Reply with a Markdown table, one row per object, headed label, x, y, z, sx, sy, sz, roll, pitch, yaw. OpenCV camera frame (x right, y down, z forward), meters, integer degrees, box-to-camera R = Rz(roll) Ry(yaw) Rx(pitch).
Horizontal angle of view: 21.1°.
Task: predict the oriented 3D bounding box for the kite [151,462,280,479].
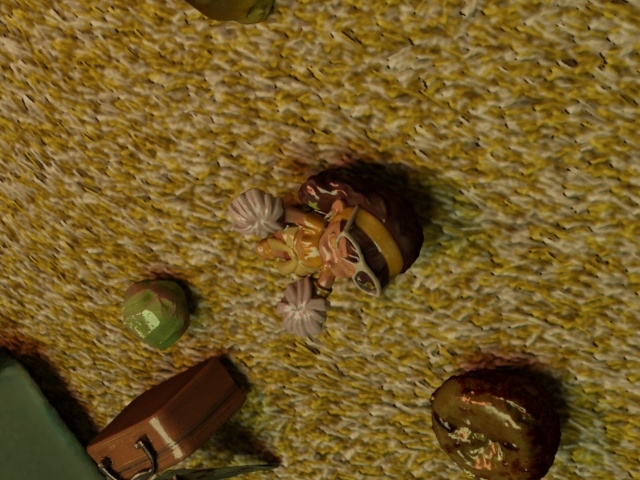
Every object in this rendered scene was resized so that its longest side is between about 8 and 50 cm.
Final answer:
| label | x | y | z | sx | sy | sz | roll | pitch | yaw |
| --- | --- | --- | --- | --- | --- | --- | --- | --- | --- |
| kite | -0.156 | 0.306 | 2.119 | 0.229 | 0.012 | 0.250 | -13 | 162 | 2 |

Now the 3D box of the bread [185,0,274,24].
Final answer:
| label | x | y | z | sx | sy | sz | roll | pitch | yaw |
| --- | --- | --- | --- | --- | --- | --- | --- | --- | --- |
| bread | -0.132 | -0.298 | 1.624 | 0.233 | 0.088 | 0.160 | 37 | 135 | 1 |

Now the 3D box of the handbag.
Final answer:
| label | x | y | z | sx | sy | sz | roll | pitch | yaw |
| --- | --- | --- | --- | --- | --- | --- | --- | --- | --- |
| handbag | -0.189 | 0.223 | 2.054 | 0.193 | 0.151 | 0.072 | -28 | 102 | 44 |

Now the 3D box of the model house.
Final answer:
| label | x | y | z | sx | sy | sz | roll | pitch | yaw |
| --- | --- | --- | --- | --- | --- | --- | --- | --- | --- |
| model house | -0.458 | 0.287 | 2.280 | 0.280 | 0.230 | 0.249 | 58 | 159 | -16 |

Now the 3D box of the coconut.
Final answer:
| label | x | y | z | sx | sy | sz | roll | pitch | yaw |
| --- | --- | --- | --- | --- | --- | --- | --- | --- | --- |
| coconut | -0.191 | 0.082 | 1.994 | 0.083 | 0.081 | 0.082 | 44 | 179 | 1 |

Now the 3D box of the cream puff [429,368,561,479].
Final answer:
| label | x | y | z | sx | sy | sz | roll | pitch | yaw |
| --- | --- | --- | --- | --- | --- | --- | --- | --- | --- |
| cream puff | 0.188 | 0.190 | 1.813 | 0.149 | 0.084 | 0.149 | 21 | 133 | 24 |

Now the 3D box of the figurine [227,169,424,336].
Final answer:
| label | x | y | z | sx | sy | sz | roll | pitch | yaw |
| --- | --- | --- | --- | --- | --- | --- | --- | --- | --- |
| figurine | 0.002 | 0.000 | 1.760 | 0.240 | 0.116 | 0.174 | -6 | 119 | 45 |
